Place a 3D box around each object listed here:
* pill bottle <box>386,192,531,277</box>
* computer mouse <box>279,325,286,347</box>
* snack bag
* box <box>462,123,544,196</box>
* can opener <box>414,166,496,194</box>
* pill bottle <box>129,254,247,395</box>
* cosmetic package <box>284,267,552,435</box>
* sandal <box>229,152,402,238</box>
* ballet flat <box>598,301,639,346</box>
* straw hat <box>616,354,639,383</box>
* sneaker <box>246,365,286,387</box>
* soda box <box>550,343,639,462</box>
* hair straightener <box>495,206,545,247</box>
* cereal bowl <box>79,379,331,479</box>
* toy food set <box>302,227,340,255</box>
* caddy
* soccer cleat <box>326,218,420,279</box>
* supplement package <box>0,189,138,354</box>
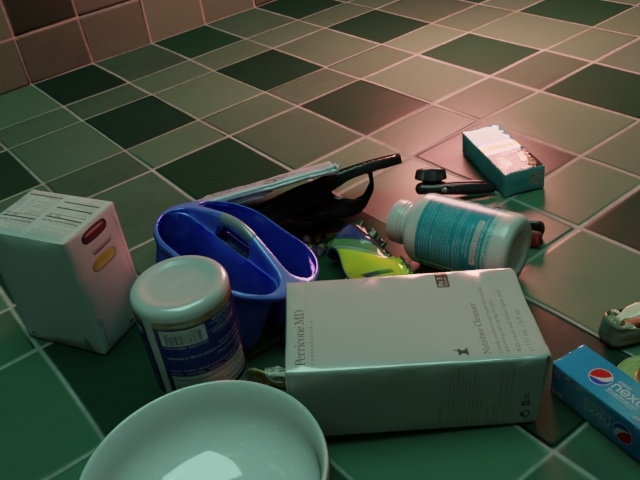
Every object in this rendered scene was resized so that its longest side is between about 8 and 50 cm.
[{"bbox_3d":[0.264,-0.009,1.424,0.264,0.146,0.146,18,42,33],"label":"pill bottle"},{"bbox_3d":[0.048,0.172,1.312,0.242,0.041,0.071,-1,54,0],"label":"computer mouse"},{"bbox_3d":[-0.122,-0.117,1.628,0.343,0.037,0.323,-16,7,0],"label":"snack bag"},{"bbox_3d":[0.431,-0.196,1.734,0.101,0.060,0.244,-14,34,-8],"label":"box"},{"bbox_3d":[0.308,-0.124,1.663,0.186,0.073,0.059,5,27,4],"label":"can opener"},{"bbox_3d":[-0.201,0.169,1.168,0.153,0.264,0.153,-5,35,3],"label":"pill bottle"},{"bbox_3d":[0.136,0.175,1.155,0.385,0.156,0.217,-4,36,-2],"label":"cosmetic package"},{"bbox_3d":[-0.012,-0.077,1.618,0.446,0.107,0.167,-25,8,-15],"label":"sandal"},{"bbox_3d":[0.575,0.126,1.225,0.213,0.068,0.072,-13,35,-7],"label":"ballet flat"},{"bbox_3d":[0.528,0.207,1.126,0.145,0.061,0.144,-6,34,4],"label":"straw hat"},{"bbox_3d":[-0.086,0.234,1.260,0.083,0.031,0.037,8,24,16],"label":"sneaker"},{"bbox_3d":[0.444,0.248,1.079,0.071,0.067,0.210,-23,37,-21],"label":"soda box"},{"bbox_3d":[0.357,-0.031,1.536,0.231,0.047,0.089,3,36,25],"label":"hair straightener"},{"bbox_3d":[-0.149,0.357,0.990,0.339,0.141,0.339,-6,35,4],"label":"cereal bowl"},{"bbox_3d":[0.000,0.000,1.583,0.122,0.019,0.078,-28,39,-26],"label":"toy food set"},{"bbox_3d":[-0.162,0.040,1.357,0.341,0.179,0.241,34,38,32],"label":"caddy"},{"bbox_3d":[0.113,0.070,1.421,0.121,0.093,0.289,-45,44,2],"label":"soccer cleat"},{"bbox_3d":[-0.482,0.059,1.391,0.204,0.261,0.145,9,38,24],"label":"supplement package"}]
